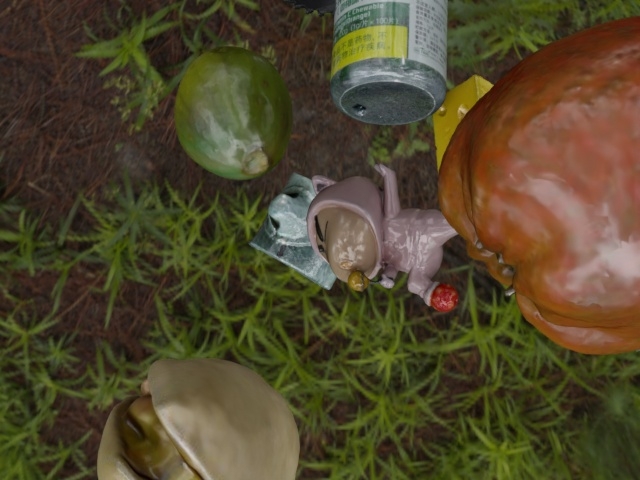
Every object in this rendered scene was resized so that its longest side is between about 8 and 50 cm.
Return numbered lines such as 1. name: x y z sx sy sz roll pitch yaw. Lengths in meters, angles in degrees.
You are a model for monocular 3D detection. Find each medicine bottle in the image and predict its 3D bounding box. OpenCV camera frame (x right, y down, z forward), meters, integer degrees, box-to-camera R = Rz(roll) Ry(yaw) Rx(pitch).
1. medicine bottle: 0.088 -0.301 1.119 0.141 0.293 0.141 4 161 1

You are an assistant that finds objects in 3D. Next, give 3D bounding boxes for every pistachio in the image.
1. pistachio: -0.121 0.225 0.929 0.193 0.318 0.214 -45 74 0

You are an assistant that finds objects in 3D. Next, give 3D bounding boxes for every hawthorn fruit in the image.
1. hawthorn fruit: 0.163 -0.032 0.491 0.189 0.189 0.189 0 120 0

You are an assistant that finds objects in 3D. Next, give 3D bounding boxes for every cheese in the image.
1. cheese: 0.236 -0.117 1.113 0.171 0.126 0.093 4 164 -29

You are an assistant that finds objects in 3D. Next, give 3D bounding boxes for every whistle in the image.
1. whistle: -0.024 -0.013 1.852 0.188 0.405 0.168 31 86 0

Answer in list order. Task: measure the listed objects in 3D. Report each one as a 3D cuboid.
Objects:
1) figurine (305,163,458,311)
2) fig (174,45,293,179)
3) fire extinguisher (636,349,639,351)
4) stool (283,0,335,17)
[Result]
1. figurine: 0.096 -0.006 1.389 0.287 0.186 0.176 22 128 21
2. fig: -0.122 -0.178 1.313 0.181 0.191 0.181 -20 148 -13
3. fire extinguisher: 0.564 0.068 1.280 0.337 0.114 0.135 -19 76 -1
4. stool: 0.003 -0.587 1.499 0.297 0.330 0.297 -10 137 -10
